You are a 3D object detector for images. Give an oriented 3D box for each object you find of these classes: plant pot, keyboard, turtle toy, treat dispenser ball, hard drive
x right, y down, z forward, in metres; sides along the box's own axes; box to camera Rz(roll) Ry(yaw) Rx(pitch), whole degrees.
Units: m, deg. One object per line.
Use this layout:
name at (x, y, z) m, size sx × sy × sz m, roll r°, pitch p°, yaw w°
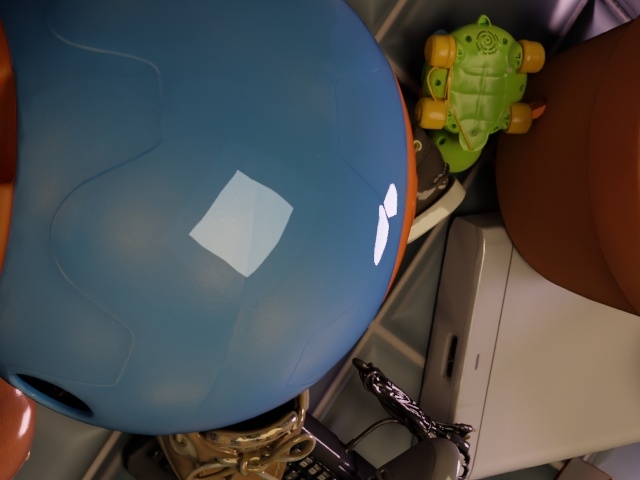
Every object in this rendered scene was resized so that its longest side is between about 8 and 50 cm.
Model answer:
plant pot at (0.278, -0.057, 1.522) m, size 0.291 × 0.203 × 0.291 m, roll 0°, pitch 91°, yaw -38°
keyboard at (0.009, 0.182, 1.519) m, size 0.201 × 0.033 × 0.317 m, roll -42°, pitch 133°, yaw 5°
turtle toy at (0.113, -0.112, 1.485) m, size 0.095 × 0.066 × 0.130 m, roll 3°, pitch 112°, yaw -17°
treat dispenser ball at (-0.089, -0.035, 1.091) m, size 0.288 × 0.288 × 0.288 m, roll -18°, pitch 120°, yaw -34°
hard drive at (0.240, 0.078, 1.692) m, size 0.353 × 0.047 × 0.233 m, roll -7°, pitch 114°, yaw -39°

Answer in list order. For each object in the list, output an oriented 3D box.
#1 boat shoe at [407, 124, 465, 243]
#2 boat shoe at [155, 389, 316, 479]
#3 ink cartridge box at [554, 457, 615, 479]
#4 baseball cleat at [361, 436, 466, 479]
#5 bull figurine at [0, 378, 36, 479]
boat shoe at (0.000, 0.000, 1.438) m, size 0.228 × 0.081 × 0.068 m, roll -36°, pitch 106°, yaw -15°
boat shoe at (-0.060, 0.100, 1.335) m, size 0.105 × 0.089 × 0.285 m, roll -20°, pitch 135°, yaw -17°
ink cartridge box at (0.253, 0.277, 1.786) m, size 0.099 × 0.056 × 0.135 m, roll -54°, pitch 133°, yaw -9°
baseball cleat at (0.017, 0.220, 1.486) m, size 0.109 × 0.072 × 0.206 m, roll 30°, pitch 108°, yaw -32°
bull figurine at (-0.216, 0.092, 1.252) m, size 0.188 × 0.101 × 0.310 m, roll 20°, pitch 82°, yaw -48°
